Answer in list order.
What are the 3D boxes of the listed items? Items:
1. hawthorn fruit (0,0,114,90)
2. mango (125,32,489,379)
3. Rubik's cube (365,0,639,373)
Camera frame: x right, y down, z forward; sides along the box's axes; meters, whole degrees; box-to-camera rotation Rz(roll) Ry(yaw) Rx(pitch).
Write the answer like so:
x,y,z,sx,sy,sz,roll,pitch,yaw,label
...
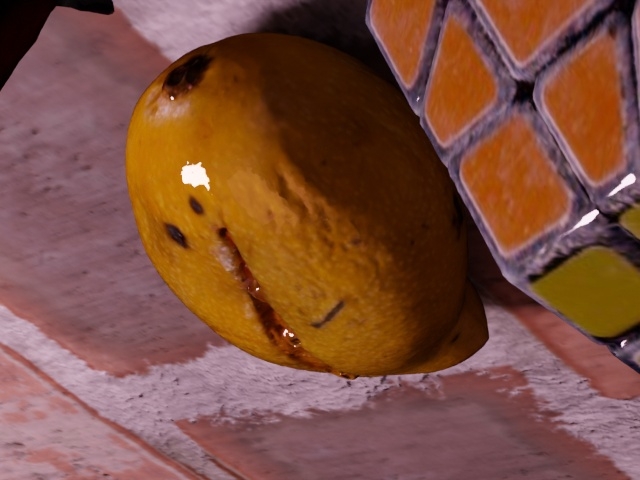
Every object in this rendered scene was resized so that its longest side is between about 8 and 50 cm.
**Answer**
x,y,z,sx,sy,sz,roll,pitch,yaw,label
-0.227,-0.141,0.544,0.316,0.316,0.316,9,147,6,hawthorn fruit
-0.002,0.004,0.832,0.177,0.120,0.295,-1,145,23,mango
0.174,-0.090,0.491,0.264,0.319,0.319,29,156,28,Rubik's cube
